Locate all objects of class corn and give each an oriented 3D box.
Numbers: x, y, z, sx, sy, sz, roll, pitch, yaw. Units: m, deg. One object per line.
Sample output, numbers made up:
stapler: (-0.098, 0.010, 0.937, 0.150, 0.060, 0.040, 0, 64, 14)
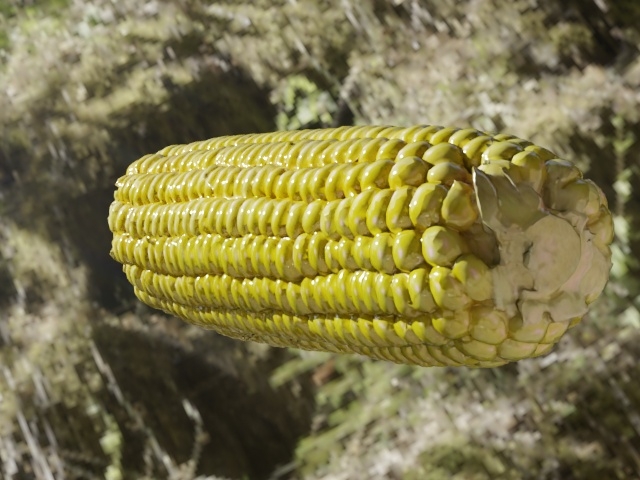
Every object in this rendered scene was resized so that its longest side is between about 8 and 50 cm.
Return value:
corn: (0.000, 0.000, 0.540, 0.081, 0.081, 0.248, -1, 2, -33)
